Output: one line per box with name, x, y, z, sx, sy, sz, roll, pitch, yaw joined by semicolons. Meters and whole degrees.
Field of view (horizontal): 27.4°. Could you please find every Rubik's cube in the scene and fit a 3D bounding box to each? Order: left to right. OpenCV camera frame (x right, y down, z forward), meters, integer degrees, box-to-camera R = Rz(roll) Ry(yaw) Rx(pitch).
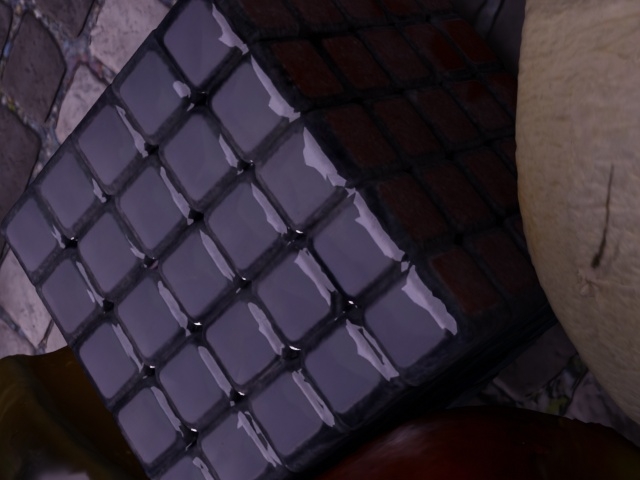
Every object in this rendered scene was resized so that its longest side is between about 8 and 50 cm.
Rubik's cube;0.000;0.000;0.770;0.237;0.237;0.238;-45;73;35

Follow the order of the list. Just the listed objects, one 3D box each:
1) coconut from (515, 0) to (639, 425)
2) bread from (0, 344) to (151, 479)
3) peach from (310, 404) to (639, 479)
coconut;0.262;-0.035;0.505;0.360;0.346;0.346;-147;62;-71
bread;-0.192;0.255;0.937;0.300;0.210;0.341;44;104;35
peach;0.069;0.289;0.695;0.353;0.339;0.416;50;124;44
